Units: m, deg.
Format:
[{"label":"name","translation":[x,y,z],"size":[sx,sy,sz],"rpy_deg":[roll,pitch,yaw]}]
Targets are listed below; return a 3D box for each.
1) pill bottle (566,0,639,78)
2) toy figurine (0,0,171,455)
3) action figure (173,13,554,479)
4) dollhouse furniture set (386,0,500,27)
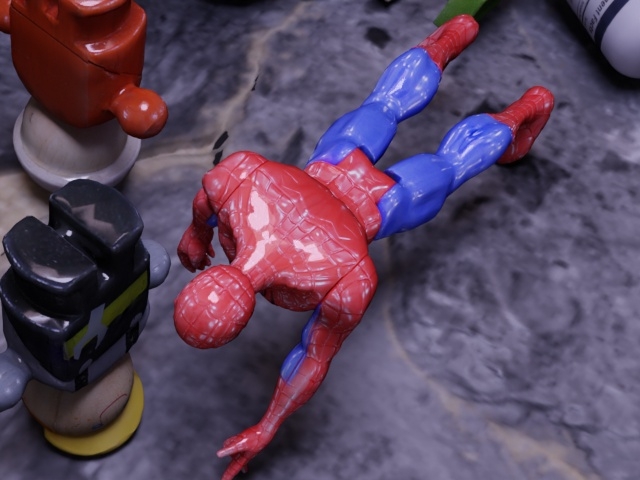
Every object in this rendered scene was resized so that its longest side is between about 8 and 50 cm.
[{"label":"pill bottle","translation":[0.176,-0.147,0.769],"size":[0.094,0.094,0.169],"rpy_deg":[-21,68,-22]},{"label":"toy figurine","translation":[-0.168,-0.017,0.602],"size":[0.213,0.148,0.210],"rpy_deg":[-2,56,-11]},{"label":"action figure","translation":[0.000,0.000,0.635],"size":[0.091,0.139,0.280],"rpy_deg":[43,32,6]},{"label":"dollhouse furniture set","translation":[0.040,-0.180,0.787],"size":[0.152,0.076,0.058],"rpy_deg":[45,52,5]}]
